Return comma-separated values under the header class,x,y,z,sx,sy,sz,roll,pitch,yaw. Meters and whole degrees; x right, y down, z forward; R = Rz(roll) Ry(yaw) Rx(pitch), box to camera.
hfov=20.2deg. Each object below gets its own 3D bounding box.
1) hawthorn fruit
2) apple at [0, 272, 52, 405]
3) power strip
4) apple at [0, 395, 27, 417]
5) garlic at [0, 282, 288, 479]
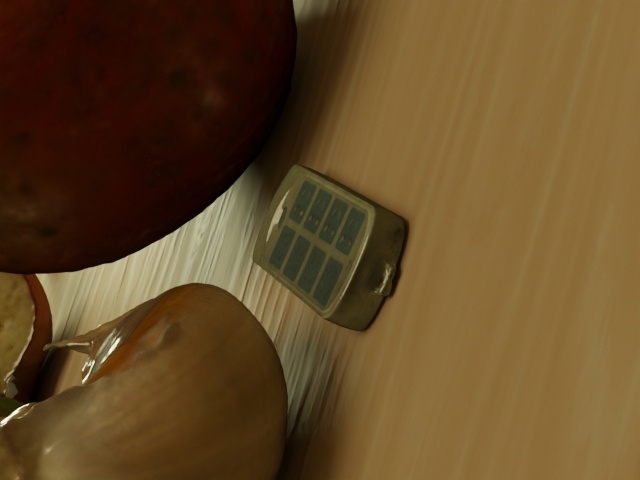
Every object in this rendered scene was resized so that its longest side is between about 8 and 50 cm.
class,x,y,z,sx,sy,sz,roll,pitch,yaw
hawthorn fruit,-0.238,-0.163,1.413,0.403,0.403,0.402,-51,27,40
apple,-0.389,0.121,1.825,0.163,0.251,0.293,-8,-65,-86
power strip,0.000,0.000,1.205,0.080,0.029,0.227,-68,21,4
apple,-0.307,0.251,1.447,0.295,0.233,0.257,149,121,-77
garlic,-0.149,0.162,1.184,0.313,0.249,0.286,-56,-28,-84
